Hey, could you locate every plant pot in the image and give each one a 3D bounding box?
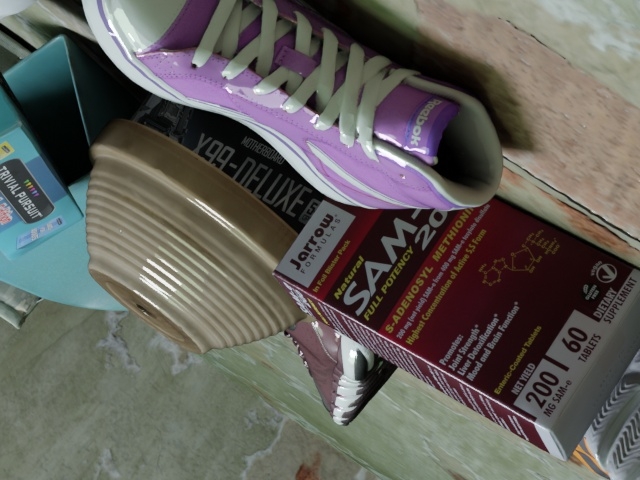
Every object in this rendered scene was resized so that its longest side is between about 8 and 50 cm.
[{"bbox_3d":[-0.110,0.016,1.456,0.237,0.109,0.237,35,168,8],"label":"plant pot"},{"bbox_3d":[-0.212,-0.040,1.671,0.234,0.166,0.165,34,-150,-49],"label":"plant pot"}]

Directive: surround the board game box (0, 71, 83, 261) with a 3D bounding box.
[{"bbox_3d":[-0.322,-0.169,1.430,0.336,0.079,0.254,58,175,14],"label":"board game box"}]

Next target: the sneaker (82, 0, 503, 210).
[{"bbox_3d":[0.000,-0.103,1.072,0.282,0.102,0.161,29,171,-35],"label":"sneaker"}]

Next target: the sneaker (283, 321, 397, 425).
[{"bbox_3d":[0.004,0.093,1.925,0.162,0.106,0.281,39,161,12],"label":"sneaker"}]

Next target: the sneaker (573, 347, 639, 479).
[{"bbox_3d":[0.254,0.134,1.308,0.180,0.124,0.321,39,180,-41],"label":"sneaker"}]

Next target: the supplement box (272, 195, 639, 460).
[{"bbox_3d":[0.101,0.037,1.257,0.239,0.130,0.073,28,167,28],"label":"supplement box"}]

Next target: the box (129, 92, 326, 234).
[{"bbox_3d":[0.000,0.000,1.544,0.307,0.076,0.242,28,168,32],"label":"box"}]

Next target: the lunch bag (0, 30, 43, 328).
[{"bbox_3d":[-0.347,-0.080,1.811,0.287,0.235,0.169,35,171,-2],"label":"lunch bag"}]

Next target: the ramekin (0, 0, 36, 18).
[{"bbox_3d":[-0.326,-0.220,1.174,0.277,0.135,0.277,48,-175,-6],"label":"ramekin"}]
